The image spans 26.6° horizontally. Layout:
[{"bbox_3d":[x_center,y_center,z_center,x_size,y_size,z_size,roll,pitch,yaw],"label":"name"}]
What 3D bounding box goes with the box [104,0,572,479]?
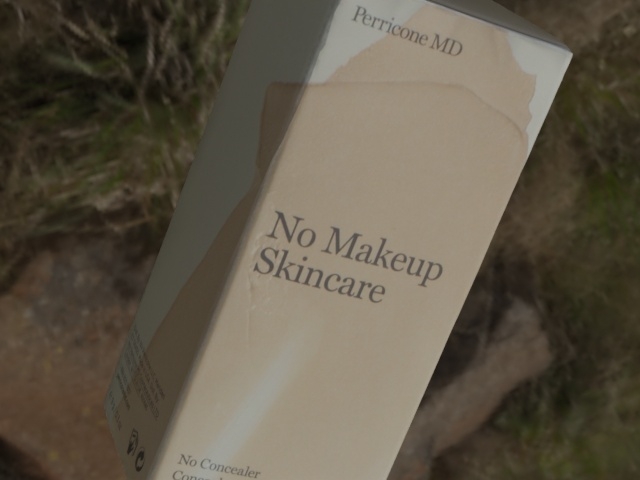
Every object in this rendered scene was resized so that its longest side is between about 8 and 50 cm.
[{"bbox_3d":[0.000,0.000,0.764,0.148,0.121,0.311,14,108,-24],"label":"box"}]
